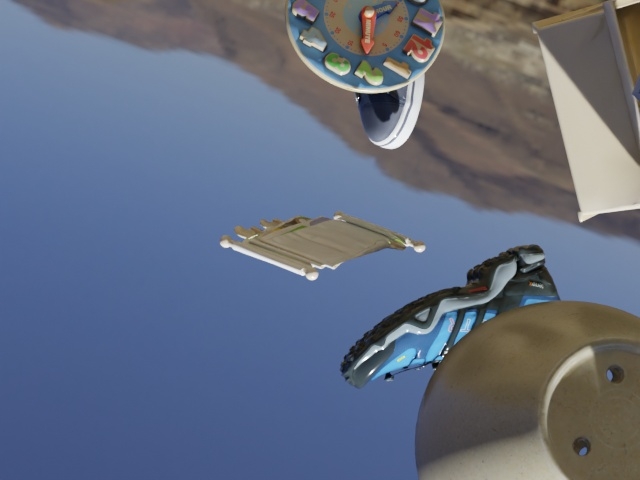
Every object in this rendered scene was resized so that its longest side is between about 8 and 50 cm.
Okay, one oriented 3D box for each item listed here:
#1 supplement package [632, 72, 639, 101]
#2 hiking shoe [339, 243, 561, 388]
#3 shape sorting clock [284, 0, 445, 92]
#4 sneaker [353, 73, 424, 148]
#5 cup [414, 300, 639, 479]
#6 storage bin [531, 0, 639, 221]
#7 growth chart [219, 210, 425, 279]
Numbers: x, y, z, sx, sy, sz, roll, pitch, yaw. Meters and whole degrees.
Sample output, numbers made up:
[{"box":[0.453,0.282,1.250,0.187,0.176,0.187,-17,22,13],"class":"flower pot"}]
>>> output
[{"box":[0.381,-0.140,1.099,0.149,0.194,0.203,-18,-129,-24],"class":"supplement package"},{"box":[0.173,0.121,1.788,0.132,0.304,0.113,61,174,1],"class":"hiking shoe"},{"box":[0.058,-0.283,1.798,0.206,0.206,0.040,19,160,-7],"class":"shape sorting clock"},{"box":[0.069,-0.292,2.001,0.127,0.321,0.126,10,167,-32],"class":"sneaker"},{"box":[0.280,0.202,1.482,0.331,0.331,0.237,21,164,0],"class":"cup"},{"box":[0.414,-0.183,1.817,0.123,0.262,0.260,-9,-171,44],"class":"storage bin"},{"box":[0.000,0.000,1.855,0.172,0.021,0.237,24,-154,37],"class":"growth chart"}]
